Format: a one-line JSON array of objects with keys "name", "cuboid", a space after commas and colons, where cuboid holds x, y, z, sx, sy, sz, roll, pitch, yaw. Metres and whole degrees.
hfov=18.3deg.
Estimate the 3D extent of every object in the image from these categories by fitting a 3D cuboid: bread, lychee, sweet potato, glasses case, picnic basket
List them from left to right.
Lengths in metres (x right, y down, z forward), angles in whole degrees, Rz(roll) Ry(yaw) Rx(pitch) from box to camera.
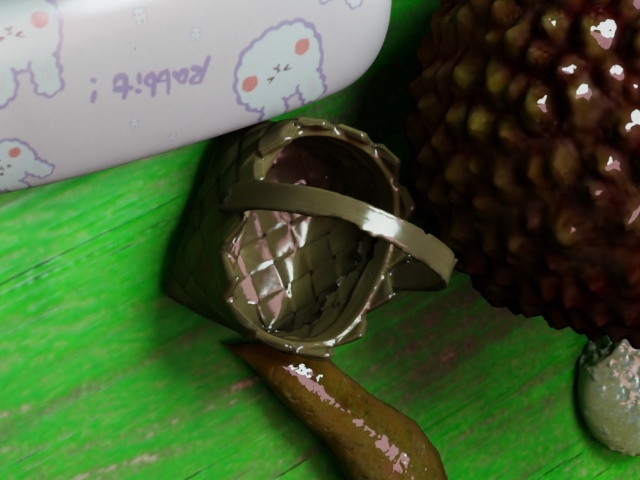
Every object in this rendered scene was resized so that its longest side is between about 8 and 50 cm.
[{"name": "glasses case", "cuboid": [-0.091, -0.110, 1.112, 0.297, 0.075, 0.113, -19, 123, -25]}, {"name": "picnic basket", "cuboid": [0.000, 0.000, 1.148, 0.128, 0.178, 0.138, 24, 81, -35]}, {"name": "sweet potato", "cuboid": [0.039, 0.142, 1.273, 0.274, 0.067, 0.067, 47, 67, -26]}, {"name": "lychee", "cuboid": [0.192, -0.080, 1.195, 0.306, 0.306, 0.330, -24, 126, -33]}, {"name": "bread", "cuboid": [0.308, 0.055, 1.475, 0.207, 0.056, 0.286, 39, 73, -32]}]
